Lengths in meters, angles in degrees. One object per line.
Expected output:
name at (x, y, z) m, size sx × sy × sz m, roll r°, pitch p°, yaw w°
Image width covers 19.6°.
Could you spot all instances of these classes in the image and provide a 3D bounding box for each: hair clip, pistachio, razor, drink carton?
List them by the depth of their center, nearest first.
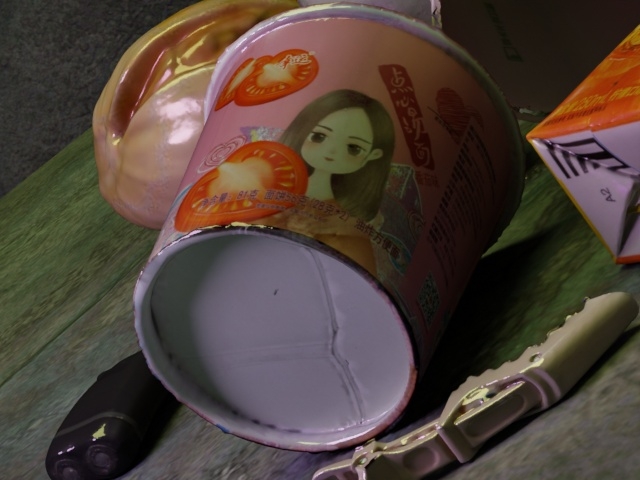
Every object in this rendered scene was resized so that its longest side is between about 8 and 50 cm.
hair clip at (0.091, 0.104, 1.075) m, size 0.226 × 0.034 × 0.072 m, roll -33°, pitch 18°, yaw 10°
drink carton at (0.305, -0.139, 1.174) m, size 0.351 × 0.111 × 0.154 m, roll -43°, pitch 16°, yaw -25°
razor at (-0.169, 0.144, 1.548) m, size 0.090 × 0.054 × 0.148 m, roll -25°, pitch 19°, yaw 30°
pistachio at (-0.111, -0.132, 1.997) m, size 0.309 × 0.230 × 0.230 m, roll -32°, pitch 14°, yaw 5°

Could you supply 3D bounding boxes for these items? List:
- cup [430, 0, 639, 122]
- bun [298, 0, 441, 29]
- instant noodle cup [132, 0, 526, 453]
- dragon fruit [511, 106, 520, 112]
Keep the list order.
cup at (0.165, -0.261, 1.376) m, size 0.253 × 0.253 × 0.274 m, roll -35°, pitch 41°, yaw 12°
bun at (0.115, -0.238, 1.832) m, size 0.293 × 0.187 × 0.293 m, roll -12°, pitch 19°, yaw 4°
instant noodle cup at (0.000, 0.000, 1.256) m, size 0.243 × 0.243 × 0.231 m, roll -28°, pitch 24°, yaw 35°
dragon fruit at (0.096, -0.082, 1.499) m, size 0.142 × 0.121 × 0.130 m, roll -18°, pitch 44°, yaw -18°
